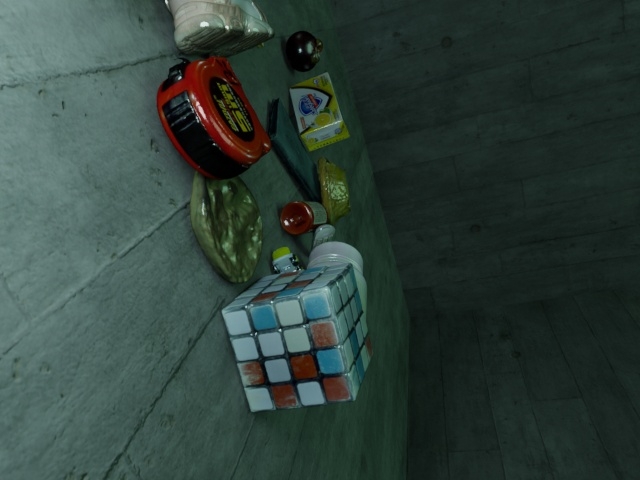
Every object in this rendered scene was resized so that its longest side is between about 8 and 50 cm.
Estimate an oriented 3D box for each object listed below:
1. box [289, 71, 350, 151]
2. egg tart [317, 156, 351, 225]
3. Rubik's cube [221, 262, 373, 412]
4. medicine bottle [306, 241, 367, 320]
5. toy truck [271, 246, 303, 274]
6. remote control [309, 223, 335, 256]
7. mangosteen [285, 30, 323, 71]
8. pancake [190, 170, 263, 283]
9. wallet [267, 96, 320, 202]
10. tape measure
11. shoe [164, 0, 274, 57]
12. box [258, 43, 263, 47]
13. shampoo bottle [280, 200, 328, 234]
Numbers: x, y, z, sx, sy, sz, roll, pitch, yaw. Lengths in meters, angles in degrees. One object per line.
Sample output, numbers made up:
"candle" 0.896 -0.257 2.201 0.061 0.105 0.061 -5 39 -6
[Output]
"box" -0.007 -0.477 1.736 0.097 0.168 0.265 57 18 -58
"egg tart" 0.054 -0.191 1.828 0.290 0.115 0.290 -7 90 -86
"Rubik's cube" -0.039 0.214 1.089 0.259 0.253 0.256 -40 117 -73
"medicine bottle" 0.034 0.193 1.415 0.379 0.213 0.213 -81 154 -49
"toy truck" -0.094 0.071 1.335 0.077 0.076 0.111 -113 178 -48
"remote control" 0.000 0.000 1.552 0.229 0.073 0.044 106 -39 -67
"mangosteen" -0.060 -0.735 1.821 0.152 0.152 0.152 -11 90 -74
"pancake" -0.207 -0.044 1.054 0.294 0.049 0.294 -10 90 -75
"wallet" -0.087 -0.298 1.628 0.379 0.046 0.191 55 28 -53
"tape measure" -0.222 -0.252 0.963 0.253 0.114 0.260 61 22 -12
"shoe" -0.230 -0.545 1.086 0.351 0.172 0.198 -57 131 -70
"box" -0.219 -0.682 1.475 0.149 0.020 0.073 38 44 -66
"shampoo bottle" -0.038 -0.076 1.543 0.278 0.104 0.104 -13 92 -74
